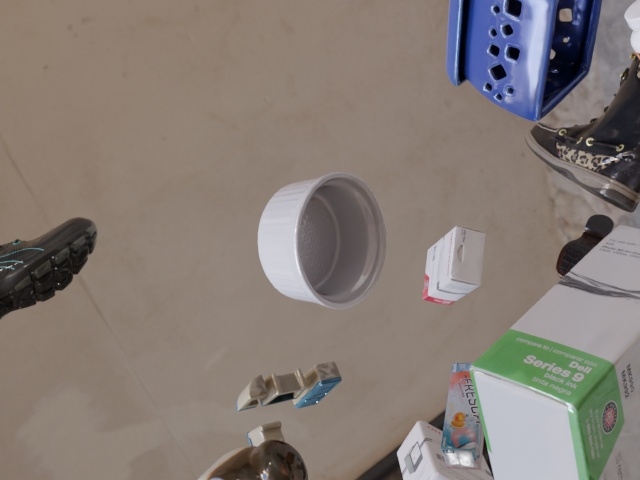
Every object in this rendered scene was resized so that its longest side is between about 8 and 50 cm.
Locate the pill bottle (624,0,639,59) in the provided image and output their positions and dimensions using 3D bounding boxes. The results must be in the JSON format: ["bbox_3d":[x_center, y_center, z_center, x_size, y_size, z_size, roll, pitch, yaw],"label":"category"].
[{"bbox_3d":[0.477,-0.261,1.048,0.152,0.086,0.086,48,165,-23],"label":"pill bottle"}]

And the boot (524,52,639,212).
[{"bbox_3d":[0.587,-0.244,1.565,0.138,0.284,0.377,25,-164,-19],"label":"boot"}]

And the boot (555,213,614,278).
[{"bbox_3d":[0.595,0.044,1.751,0.082,0.219,0.106,28,144,30],"label":"boot"}]

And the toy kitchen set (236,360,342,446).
[{"bbox_3d":[-0.053,0.343,1.468,0.122,0.207,0.166,-51,53,46],"label":"toy kitchen set"}]

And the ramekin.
[{"bbox_3d":[0.000,0.000,1.596,0.135,0.277,0.277,0,123,42],"label":"ramekin"}]

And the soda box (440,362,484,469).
[{"bbox_3d":[0.248,0.294,1.314,0.058,0.183,0.063,-5,130,21],"label":"soda box"}]

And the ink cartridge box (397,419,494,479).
[{"bbox_3d":[0.306,0.570,1.840,0.198,0.114,0.273,30,-170,-7],"label":"ink cartridge box"}]

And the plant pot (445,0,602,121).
[{"bbox_3d":[0.358,-0.385,1.388,0.212,0.236,0.235,24,135,30],"label":"plant pot"}]

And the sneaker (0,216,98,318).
[{"bbox_3d":[-0.377,0.041,0.878,0.106,0.267,0.101,44,150,12],"label":"sneaker"}]

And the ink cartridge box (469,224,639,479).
[{"bbox_3d":[0.304,0.145,0.809,0.122,0.289,0.211,15,131,47],"label":"ink cartridge box"}]

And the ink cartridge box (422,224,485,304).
[{"bbox_3d":[0.226,0.045,1.318,0.056,0.099,0.135,13,160,-9],"label":"ink cartridge box"}]

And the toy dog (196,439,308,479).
[{"bbox_3d":[-0.020,0.469,1.084,0.408,0.395,0.285,48,135,-7],"label":"toy dog"}]
